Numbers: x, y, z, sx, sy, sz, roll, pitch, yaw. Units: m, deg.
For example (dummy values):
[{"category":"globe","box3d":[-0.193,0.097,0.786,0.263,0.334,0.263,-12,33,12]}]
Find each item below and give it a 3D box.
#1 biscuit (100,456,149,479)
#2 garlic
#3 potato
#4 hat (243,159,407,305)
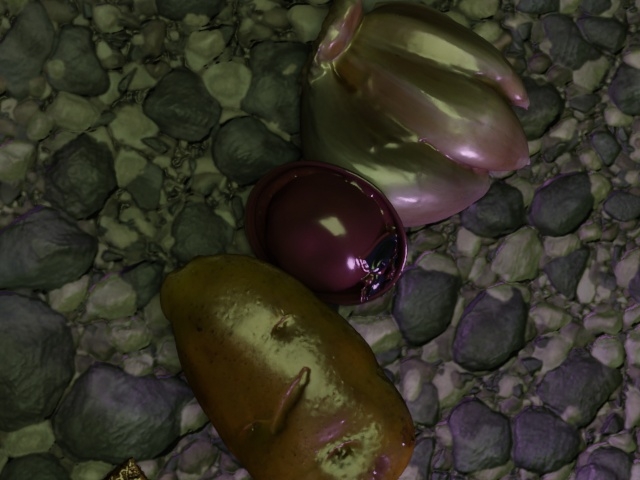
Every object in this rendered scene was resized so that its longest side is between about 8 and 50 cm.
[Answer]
[{"category":"biscuit","box3d":[-0.284,0.339,1.566,0.199,0.034,0.064,-37,93,-11]},{"category":"garlic","box3d":[0.108,-0.152,1.638,0.325,0.132,0.279,36,88,-1]},{"category":"potato","box3d":[-0.041,0.166,1.563,0.369,0.195,0.176,52,45,-5]},{"category":"hat","box3d":[0.000,0.000,1.577,0.205,0.089,0.205,9,121,16]}]
